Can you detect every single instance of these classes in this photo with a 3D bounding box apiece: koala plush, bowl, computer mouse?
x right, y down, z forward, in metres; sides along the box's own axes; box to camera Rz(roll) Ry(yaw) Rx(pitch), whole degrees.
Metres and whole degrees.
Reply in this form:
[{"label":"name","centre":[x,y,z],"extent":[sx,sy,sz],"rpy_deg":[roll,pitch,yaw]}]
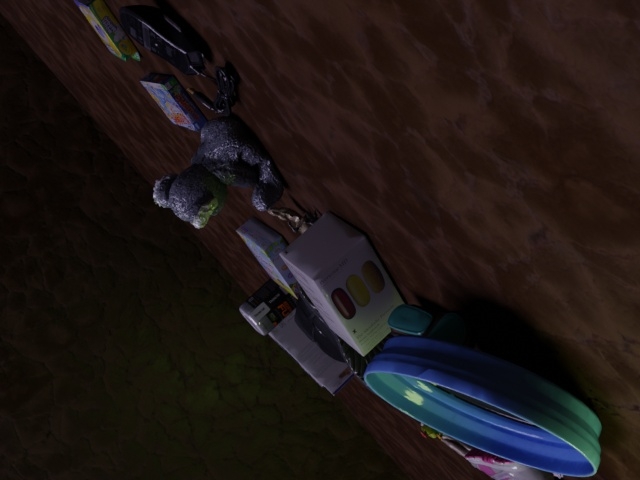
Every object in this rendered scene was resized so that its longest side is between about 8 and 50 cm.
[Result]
[{"label":"koala plush","centre":[-0.227,-0.125,1.745],"extent":[0.196,0.221,0.203],"rpy_deg":[34,157,37]},{"label":"bowl","centre":[0.262,0.264,1.364],"extent":[0.391,0.077,0.391],"rpy_deg":[23,162,8]},{"label":"computer mouse","centre":[-0.251,-0.341,1.577],"extent":[0.262,0.060,0.184],"rpy_deg":[34,161,9]}]

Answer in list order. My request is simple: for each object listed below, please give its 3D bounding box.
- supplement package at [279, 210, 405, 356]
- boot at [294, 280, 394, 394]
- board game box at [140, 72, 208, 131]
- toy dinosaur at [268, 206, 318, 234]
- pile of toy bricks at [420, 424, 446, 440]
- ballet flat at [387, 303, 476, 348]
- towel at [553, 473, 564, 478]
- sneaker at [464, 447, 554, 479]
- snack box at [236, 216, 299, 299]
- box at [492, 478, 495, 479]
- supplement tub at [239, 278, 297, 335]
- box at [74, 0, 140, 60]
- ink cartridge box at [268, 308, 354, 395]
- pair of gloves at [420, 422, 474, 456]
[{"label":"supplement package","centre":[0.050,0.087,1.678],"extent":[0.134,0.139,0.244],"rpy_deg":[36,164,49]},{"label":"boot","centre":[0.071,0.254,2.101],"extent":[0.367,0.146,0.445],"rpy_deg":[55,166,14]},{"label":"board game box","centre":[-0.346,-0.327,1.987],"extent":[0.136,0.035,0.201],"rpy_deg":[54,167,-25]},{"label":"toy dinosaur","centre":[0.000,0.000,1.781],"extent":[0.268,0.064,0.118],"rpy_deg":[44,174,8]},{"label":"pile of toy bricks","centre":[0.287,0.436,2.040],"extent":[0.118,0.105,0.212],"rpy_deg":[53,167,-24]},{"label":"ballet flat","centre":[0.218,0.173,1.506],"extent":[0.096,0.095,0.280],"rpy_deg":[40,175,-19]},{"label":"towel","centre":[0.420,0.422,1.722],"extent":[0.144,0.029,0.197],"rpy_deg":[47,168,8]},{"label":"sneaker","centre":[0.369,0.441,1.654],"extent":[0.111,0.103,0.252],"rpy_deg":[53,169,-2]},{"label":"snack box","centre":[-0.123,0.050,2.325],"extent":[0.174,0.070,0.207],"rpy_deg":[32,159,53]},{"label":"box","centre":[0.507,0.618,1.834],"extent":[0.261,0.103,0.184],"rpy_deg":[47,166,-17]},{"label":"supplement tub","centre":[-0.134,0.176,2.472],"extent":[0.117,0.190,0.117],"rpy_deg":[45,169,12]},{"label":"box","centre":[-0.494,-0.491,1.971],"extent":[0.105,0.043,0.179],"rpy_deg":[34,164,49]},{"label":"ink cartridge box","centre":[-0.007,0.312,2.524],"extent":[0.332,0.165,0.065],"rpy_deg":[41,167,32]},{"label":"pair of gloves","centre":[0.373,0.535,2.163],"extent":[0.204,0.042,0.240],"rpy_deg":[31,171,38]}]
